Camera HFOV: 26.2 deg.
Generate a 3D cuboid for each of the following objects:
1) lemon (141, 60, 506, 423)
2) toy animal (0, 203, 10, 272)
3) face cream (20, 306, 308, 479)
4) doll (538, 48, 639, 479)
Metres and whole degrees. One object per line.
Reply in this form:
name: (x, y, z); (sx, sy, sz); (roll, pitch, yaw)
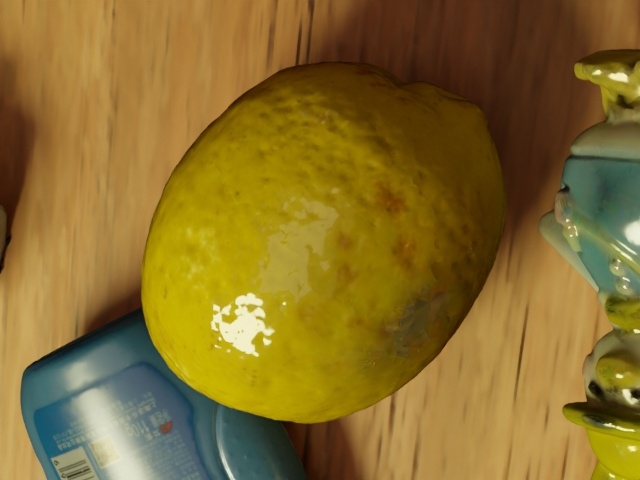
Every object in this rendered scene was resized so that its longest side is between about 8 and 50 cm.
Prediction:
lemon: (0.000, 0.000, 0.714); (0.170, 0.170, 0.207); (36, 100, 7)
toy animal: (-0.298, -0.032, 0.824); (0.220, 0.104, 0.131); (21, 107, 11)
face cream: (-0.071, 0.169, 0.806); (0.149, 0.083, 0.264); (-25, 92, 20)
doll: (0.171, 0.024, 0.695); (0.135, 0.099, 0.241); (3, 94, 17)
